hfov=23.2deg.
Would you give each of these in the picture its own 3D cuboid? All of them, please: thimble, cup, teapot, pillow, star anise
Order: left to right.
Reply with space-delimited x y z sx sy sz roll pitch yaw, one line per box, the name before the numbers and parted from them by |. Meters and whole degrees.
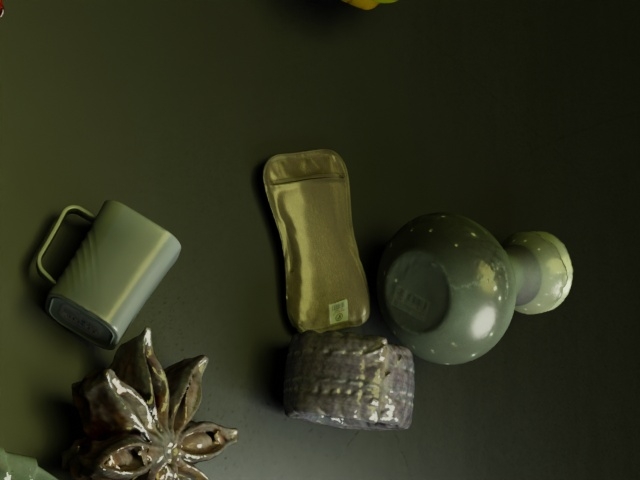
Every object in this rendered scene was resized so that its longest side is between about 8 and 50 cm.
cup | -0.231 0.027 1.630 0.128 0.095 0.129 32 64 -3
star anise | -0.189 0.221 1.616 0.223 0.109 0.236 39 48 -52
pillow | 0.000 0.000 1.836 0.130 0.033 0.217 -10 87 -39
thimble | 0.032 0.160 1.759 0.150 0.150 0.097 15 75 -32
teapot | 0.196 0.051 1.891 0.251 0.183 0.183 -6 85 -47

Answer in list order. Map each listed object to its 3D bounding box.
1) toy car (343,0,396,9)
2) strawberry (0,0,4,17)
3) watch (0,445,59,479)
toy car | 0.045 -0.387 1.877 0.200 0.142 0.247 38 52 -24
strawberry | -0.370 -0.253 1.597 0.096 0.083 0.083 46 58 -30
watch | -0.341 0.301 1.471 0.253 0.162 0.241 51 50 -18
